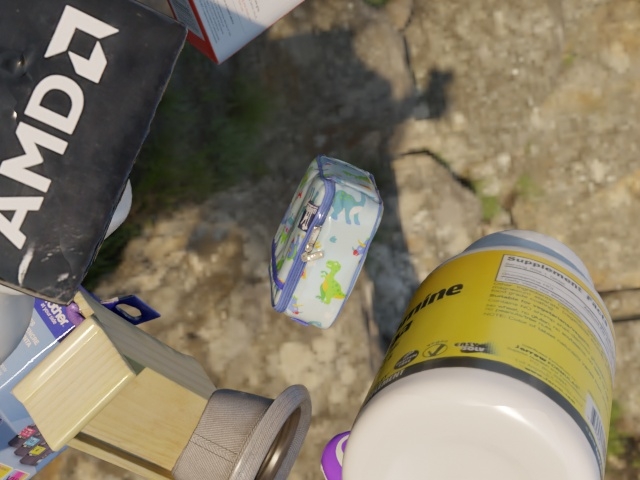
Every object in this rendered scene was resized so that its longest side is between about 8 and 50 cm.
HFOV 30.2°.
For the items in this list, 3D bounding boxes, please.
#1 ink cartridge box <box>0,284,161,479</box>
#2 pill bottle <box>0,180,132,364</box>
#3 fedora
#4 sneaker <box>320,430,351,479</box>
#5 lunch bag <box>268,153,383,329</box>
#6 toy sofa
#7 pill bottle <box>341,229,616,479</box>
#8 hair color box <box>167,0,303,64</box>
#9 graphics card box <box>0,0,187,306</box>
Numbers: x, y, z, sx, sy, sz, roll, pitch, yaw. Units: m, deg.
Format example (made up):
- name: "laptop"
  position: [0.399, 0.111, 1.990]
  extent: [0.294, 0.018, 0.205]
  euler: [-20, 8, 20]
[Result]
- name: "ink cartridge box"
  position: [-0.440, 0.202, 1.841]
  extent: [0.151, 0.395, 0.270]
  euler: [48, -2, 29]
- name: "pill bottle"
  position: [-0.291, 0.035, 0.647]
  extent: [0.204, 0.361, 0.204]
  euler: [46, 15, -16]
- name: "fedora"
  position: [-0.117, 0.288, 1.619]
  extent: [0.243, 0.124, 0.275]
  euler: [-65, 168, 0]
- name: "sneaker"
  position: [0.130, 0.243, 1.163]
  extent: [0.102, 0.293, 0.146]
  euler: [-46, 148, -33]
- name: "lunch bag"
  position: [0.000, 0.000, 1.406]
  extent: [0.219, 0.090, 0.176]
  euler: [-99, -149, -72]
- name: "toy sofa"
  position: [-0.265, 0.229, 1.675]
  extent: [0.177, 0.150, 0.362]
  euler: [48, 3, 34]
- name: "pill bottle"
  position: [0.145, 0.119, 0.978]
  extent: [0.334, 0.188, 0.187]
  euler: [-55, 136, -62]
- name: "hair color box"
  position: [-0.028, -0.177, 0.704]
  extent: [0.043, 0.141, 0.072]
  euler: [41, -18, 35]
- name: "graphics card box"
  position: [-0.244, -0.096, 0.355]
  extent: [0.094, 0.371, 0.233]
  euler: [-67, -160, -5]
